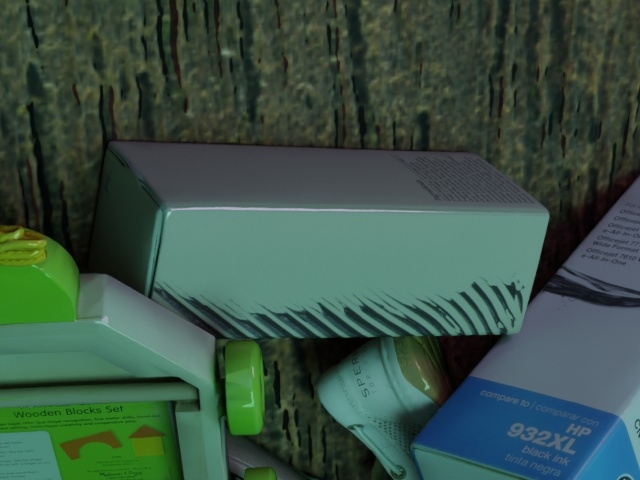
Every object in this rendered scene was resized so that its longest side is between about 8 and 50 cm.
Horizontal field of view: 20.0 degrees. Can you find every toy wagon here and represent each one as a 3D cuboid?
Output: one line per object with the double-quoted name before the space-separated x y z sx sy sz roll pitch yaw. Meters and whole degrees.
"toy wagon" -0.164 0.100 1.070 0.267 0.068 0.344 -3 134 1

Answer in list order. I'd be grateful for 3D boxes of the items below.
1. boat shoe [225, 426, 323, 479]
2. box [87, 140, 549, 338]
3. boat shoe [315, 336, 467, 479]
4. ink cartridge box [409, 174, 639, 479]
"boat shoe" -0.039 0.189 1.249 0.233 0.084 0.079 37 92 -38
"box" 0.000 0.000 1.166 0.275 0.113 0.094 1 114 -26
"boat shoe" 0.080 0.155 1.298 0.096 0.098 0.277 -23 133 14
"ink cartridge box" 0.222 0.134 1.259 0.307 0.129 0.223 -46 129 -33
